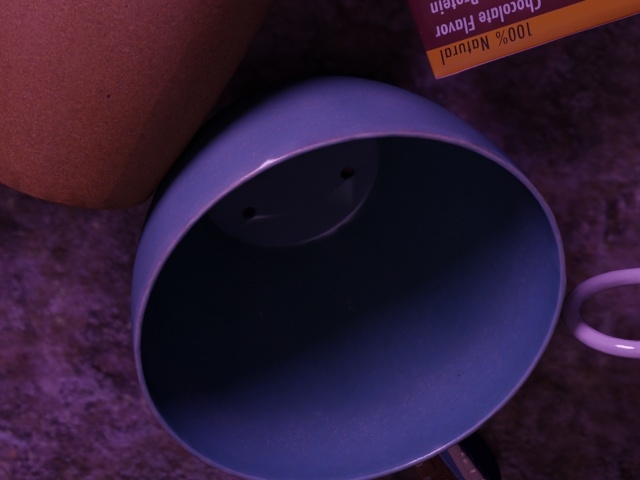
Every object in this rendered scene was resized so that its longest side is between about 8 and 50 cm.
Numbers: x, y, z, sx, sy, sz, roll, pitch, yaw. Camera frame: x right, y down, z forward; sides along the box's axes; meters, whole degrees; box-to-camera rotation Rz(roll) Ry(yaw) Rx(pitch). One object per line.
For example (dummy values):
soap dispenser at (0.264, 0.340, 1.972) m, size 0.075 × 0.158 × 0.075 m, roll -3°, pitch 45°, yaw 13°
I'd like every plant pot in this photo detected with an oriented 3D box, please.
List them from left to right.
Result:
plant pot at (-0.130, -0.156, 1.008) m, size 0.237 × 0.237 × 0.254 m, roll 15°, pitch 109°, yaw -2°
plant pot at (0.000, 0.000, 1.126) m, size 0.290 × 0.195 × 0.290 m, roll -8°, pitch 126°, yaw -11°

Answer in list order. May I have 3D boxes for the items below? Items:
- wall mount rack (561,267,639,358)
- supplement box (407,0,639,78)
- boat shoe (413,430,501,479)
wall mount rack at (0.335, 0.025, 1.062) m, size 0.350 × 0.304 × 0.130 m, roll -2°, pitch 118°, yaw 7°
supplement box at (0.133, -0.239, 1.046) m, size 0.191 × 0.129 × 0.194 m, roll -17°, pitch 114°, yaw 14°
boat shoe at (0.071, 0.145, 1.285) m, size 0.066 × 0.066 × 0.183 m, roll -28°, pitch 111°, yaw 20°
